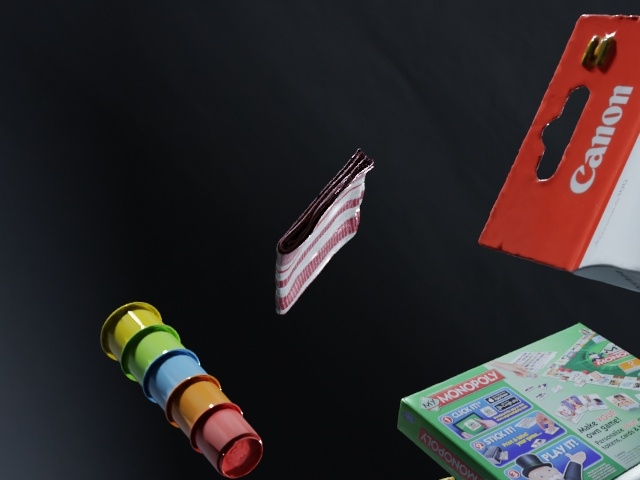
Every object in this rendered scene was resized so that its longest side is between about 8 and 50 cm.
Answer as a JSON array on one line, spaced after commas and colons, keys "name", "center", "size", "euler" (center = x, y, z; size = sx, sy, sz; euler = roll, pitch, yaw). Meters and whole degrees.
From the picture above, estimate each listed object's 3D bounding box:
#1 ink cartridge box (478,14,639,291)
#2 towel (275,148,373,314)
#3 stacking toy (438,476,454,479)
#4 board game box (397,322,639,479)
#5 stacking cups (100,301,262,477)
[{"name": "ink cartridge box", "center": [0.330, -0.106, 0.869], "size": [0.091, 0.385, 0.308], "euler": [29, 83, -38]}, {"name": "towel", "center": [0.000, 0.000, 1.623], "size": [0.037, 0.329, 0.237], "euler": [36, 70, 12]}, {"name": "stacking toy", "center": [0.151, 0.448, 1.268], "size": [0.221, 0.167, 0.052], "euler": [63, 19, -12]}, {"name": "board game box", "center": [0.276, 0.204, 1.029], "size": [0.317, 0.046, 0.213], "euler": [-15, 34, -34]}, {"name": "stacking cups", "center": [-0.186, 0.190, 1.175], "size": [0.096, 0.096, 0.316], "euler": [19, 11, -41]}]
